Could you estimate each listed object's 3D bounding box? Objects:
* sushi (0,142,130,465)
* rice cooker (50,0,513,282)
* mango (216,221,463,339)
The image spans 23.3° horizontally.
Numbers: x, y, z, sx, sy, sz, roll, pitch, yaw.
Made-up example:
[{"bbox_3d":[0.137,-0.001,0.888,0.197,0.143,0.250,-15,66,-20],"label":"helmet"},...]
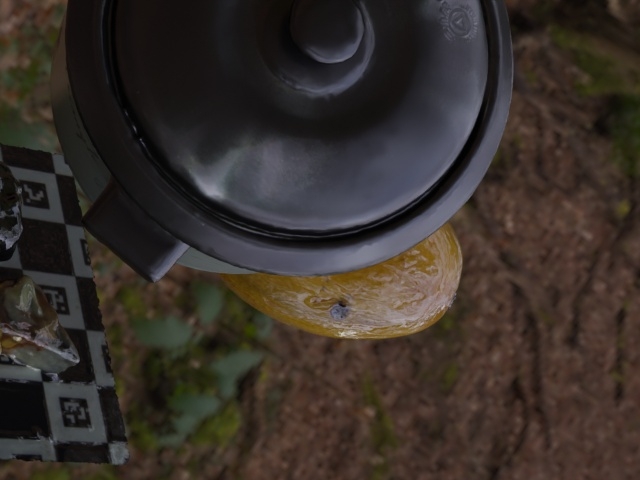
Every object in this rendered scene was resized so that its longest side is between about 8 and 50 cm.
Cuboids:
[{"bbox_3d":[-0.335,0.028,1.460,0.343,0.359,0.064,10,144,-41],"label":"sushi"},{"bbox_3d":[-0.028,-0.096,0.861,0.280,0.241,0.227,-50,-171,-15],"label":"rice cooker"},{"bbox_3d":[0.000,0.001,1.346,0.109,0.262,0.157,151,-41,-74],"label":"mango"}]
